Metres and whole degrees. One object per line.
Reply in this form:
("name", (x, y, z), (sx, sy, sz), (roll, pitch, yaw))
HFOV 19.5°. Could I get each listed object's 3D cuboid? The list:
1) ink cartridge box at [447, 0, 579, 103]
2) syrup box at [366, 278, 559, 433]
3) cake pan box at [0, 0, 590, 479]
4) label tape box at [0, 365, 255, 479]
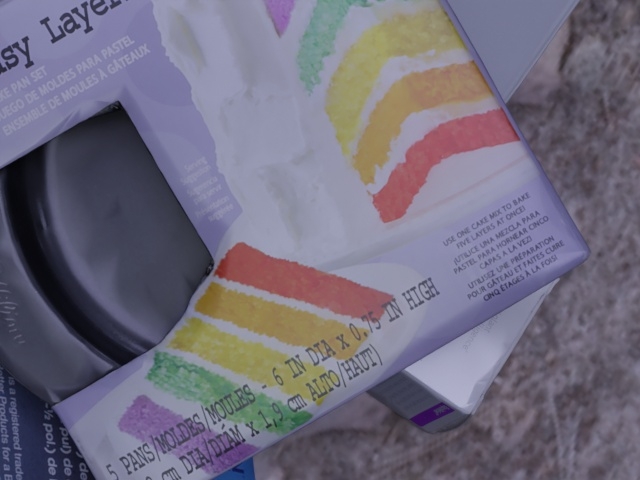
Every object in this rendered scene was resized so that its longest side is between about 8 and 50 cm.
("ink cartridge box", (0.049, -0.119, 1.011), (0.128, 0.176, 0.127), (36, 69, -2))
("syrup box", (0.000, 0.000, 1.011), (0.237, 0.096, 0.093), (35, 74, -3))
("cake pan box", (-0.047, -0.031, 0.878), (0.267, 0.070, 0.246), (-29, 91, 1))
("label tape box", (-0.176, 0.168, 0.886), (0.347, 0.115, 0.249), (17, 58, -48))
